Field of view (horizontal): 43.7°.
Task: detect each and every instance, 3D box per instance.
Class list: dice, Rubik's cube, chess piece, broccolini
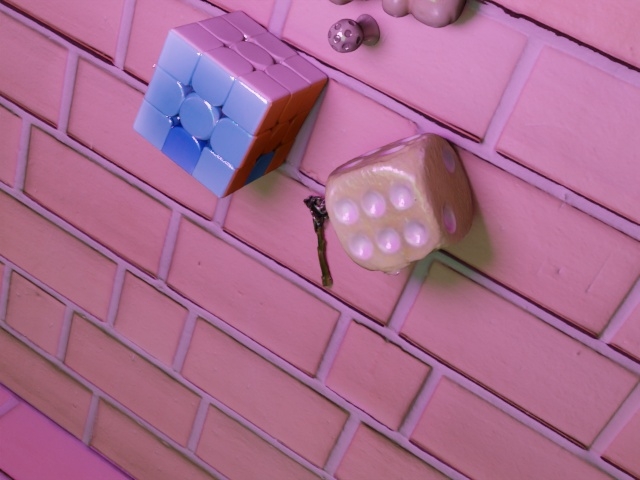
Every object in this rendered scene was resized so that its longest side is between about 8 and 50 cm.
[{"bbox_3d":[0.181,-0.086,1.788,0.252,0.250,0.254,-17,104,34],"label":"dice"},{"bbox_3d":[-0.211,-0.323,1.875,0.290,0.291,0.291,39,124,8],"label":"Rubik's cube"},{"bbox_3d":[0.145,-0.545,1.657,0.330,0.182,0.182,22,121,12],"label":"chess piece"},{"bbox_3d":[0.008,-0.002,2.066,0.057,0.071,0.254,-16,117,-9],"label":"broccolini"}]

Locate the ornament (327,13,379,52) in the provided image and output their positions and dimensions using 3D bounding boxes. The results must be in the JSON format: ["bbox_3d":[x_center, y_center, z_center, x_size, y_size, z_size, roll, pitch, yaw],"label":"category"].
[{"bbox_3d":[0.068,-0.448,1.741,0.081,0.156,0.075,-14,104,33],"label":"ornament"}]
